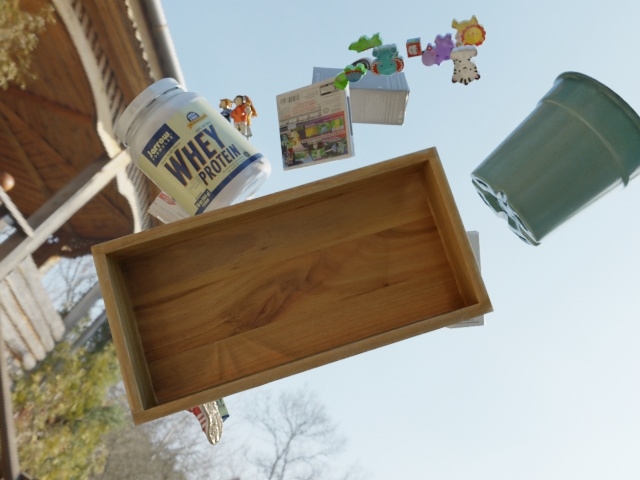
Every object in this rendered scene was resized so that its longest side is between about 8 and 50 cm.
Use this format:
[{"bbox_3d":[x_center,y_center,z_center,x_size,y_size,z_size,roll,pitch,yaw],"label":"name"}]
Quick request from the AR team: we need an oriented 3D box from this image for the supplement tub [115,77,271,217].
[{"bbox_3d":[-0.307,-0.208,1.392,0.325,0.235,0.235,44,-33,-1],"label":"supplement tub"}]

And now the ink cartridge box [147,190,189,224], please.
[{"bbox_3d":[-0.442,-0.105,1.737,0.115,0.067,0.198,38,-29,-17],"label":"ink cartridge box"}]

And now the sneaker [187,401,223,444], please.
[{"bbox_3d":[-0.235,0.346,1.130,0.067,0.042,0.119,0,-71,34],"label":"sneaker"}]

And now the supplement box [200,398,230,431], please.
[{"bbox_3d":[-0.303,0.471,1.586,0.083,0.056,0.083,-50,-122,44],"label":"supplement box"}]

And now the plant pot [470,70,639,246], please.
[{"bbox_3d":[0.587,-0.183,1.447,0.341,0.334,0.341,48,6,-7],"label":"plant pot"}]

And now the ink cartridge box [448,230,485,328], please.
[{"bbox_3d":[0.395,0.114,1.731,0.117,0.278,0.201,-3,-1,-11],"label":"ink cartridge box"}]

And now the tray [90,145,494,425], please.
[{"bbox_3d":[-0.032,0.048,0.670,0.076,0.410,0.203,101,-28,-80],"label":"tray"}]

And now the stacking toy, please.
[{"bbox_3d":[0.139,-0.279,0.872,0.221,0.167,0.052,-4,-56,18],"label":"stacking toy"}]

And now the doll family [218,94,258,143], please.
[{"bbox_3d":[-0.289,-0.385,1.846,0.262,0.163,0.118,-4,-6,38],"label":"doll family"}]

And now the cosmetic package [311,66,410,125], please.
[{"bbox_3d":[0.092,-0.359,1.422,0.237,0.127,0.107,4,-51,-4],"label":"cosmetic package"}]

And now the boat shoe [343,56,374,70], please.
[{"bbox_3d":[0.047,-0.414,1.538,0.228,0.076,0.080,-24,-93,38],"label":"boat shoe"}]

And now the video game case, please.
[{"bbox_3d":[-0.014,-0.265,1.313,0.201,0.023,0.184,-6,-90,37],"label":"video game case"}]
